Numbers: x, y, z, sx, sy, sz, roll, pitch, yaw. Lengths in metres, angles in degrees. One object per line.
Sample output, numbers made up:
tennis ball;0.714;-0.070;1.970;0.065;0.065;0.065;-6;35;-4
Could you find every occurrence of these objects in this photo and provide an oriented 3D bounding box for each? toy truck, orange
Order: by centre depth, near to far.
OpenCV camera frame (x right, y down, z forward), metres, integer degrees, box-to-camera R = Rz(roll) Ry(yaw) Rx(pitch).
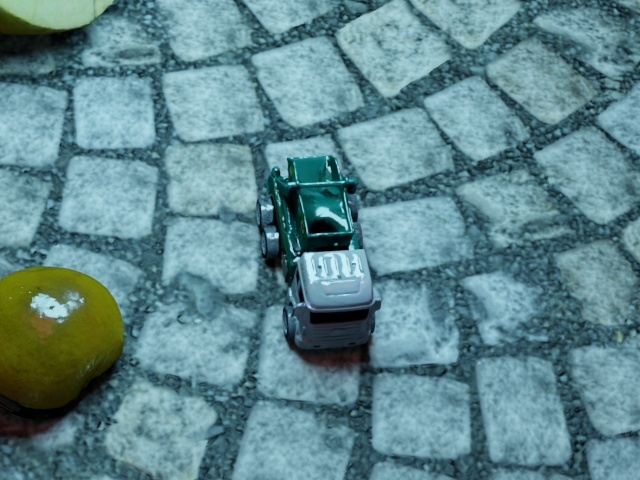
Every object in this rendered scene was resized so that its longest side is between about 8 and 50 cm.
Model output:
orange;-0.276;0.092;1.679;0.160;0.112;0.170;-5;68;-12
toy truck;0.000;0.000;1.768;0.110;0.116;0.216;-4;56;-11

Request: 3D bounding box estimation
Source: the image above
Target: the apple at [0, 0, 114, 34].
apple;-0.363;-0.375;1.905;0.314;0.252;0.309;18;71;1
